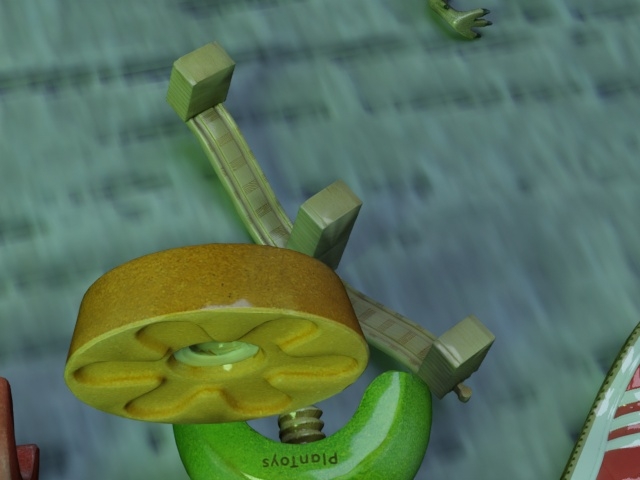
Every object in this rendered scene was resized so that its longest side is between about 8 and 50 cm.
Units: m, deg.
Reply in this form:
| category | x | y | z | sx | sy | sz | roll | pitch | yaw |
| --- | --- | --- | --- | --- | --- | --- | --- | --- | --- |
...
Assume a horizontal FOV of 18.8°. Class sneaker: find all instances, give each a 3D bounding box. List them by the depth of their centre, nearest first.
| category | x | y | z | sx | sy | sz | roll | pitch | yaw |
| --- | --- | --- | --- | --- | --- | --- | --- | --- | --- |
| sneaker | 0.145 | 0.086 | 0.820 | 0.067 | 0.042 | 0.118 | 24 | 64 | 8 |

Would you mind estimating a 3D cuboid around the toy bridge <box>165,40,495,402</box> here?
| category | x | y | z | sx | sy | sz | roll | pitch | yaw |
| --- | --- | --- | --- | --- | --- | --- | --- | --- | --- |
| toy bridge | 0.000 | 0.000 | 0.830 | 0.026 | 0.063 | 0.188 | -34 | 72 | -28 |

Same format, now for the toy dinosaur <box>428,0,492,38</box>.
| category | x | y | z | sx | sy | sz | roll | pitch | yaw |
| --- | --- | --- | --- | --- | --- | --- | --- | --- | --- |
| toy dinosaur | 0.056 | -0.147 | 0.955 | 0.183 | 0.053 | 0.092 | -6 | 44 | -24 |

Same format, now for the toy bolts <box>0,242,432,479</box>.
| category | x | y | z | sx | sy | sz | roll | pitch | yaw |
| --- | --- | --- | --- | --- | --- | --- | --- | --- | --- |
| toy bolts | -0.069 | 0.120 | 0.673 | 0.228 | 0.218 | 0.158 | -8 | 65 | 4 |
